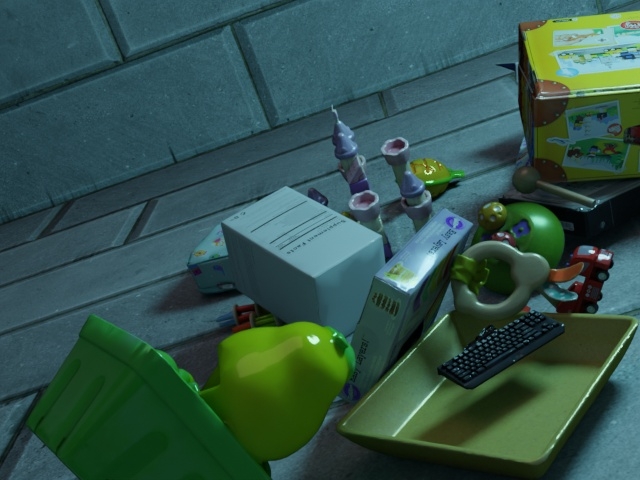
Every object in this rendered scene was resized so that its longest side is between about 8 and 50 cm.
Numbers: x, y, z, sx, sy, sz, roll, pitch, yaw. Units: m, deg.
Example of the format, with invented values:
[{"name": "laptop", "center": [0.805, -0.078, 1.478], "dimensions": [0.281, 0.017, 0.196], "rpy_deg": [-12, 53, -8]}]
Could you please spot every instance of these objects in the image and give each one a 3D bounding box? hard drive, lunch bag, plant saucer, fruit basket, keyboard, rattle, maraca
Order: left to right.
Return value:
[{"name": "fruit basket", "center": [-0.140, 0.231, 1.219], "dimensions": [0.392, 0.392, 0.283], "rpy_deg": [-31, 21, -26]}, {"name": "lunch bag", "center": [-0.178, 0.026, 2.197], "dimensions": [0.224, 0.107, 0.279], "rpy_deg": [-9, 23, 23]}, {"name": "maraca", "center": [0.270, -0.156, 2.245], "dimensions": [0.186, 0.099, 0.127], "rpy_deg": [-15, 22, -34]}, {"name": "plant saucer", "center": [0.245, 0.219, 1.293], "dimensions": [0.333, 0.081, 0.333], "rpy_deg": [-2, 28, 43]}, {"name": "keyboard", "center": [0.252, 0.151, 1.315], "dimensions": [0.180, 0.023, 0.108], "rpy_deg": [-27, 20, -19]}, {"name": "rattle", "center": [0.309, 0.072, 1.433], "dimensions": [0.200, 0.142, 0.130], "rpy_deg": [-9, 59, 11]}, {"name": "hard drive", "center": [0.555, -0.103, 1.798], "dimensions": [0.339, 0.064, 0.237], "rpy_deg": [-21, 19, -26]}]

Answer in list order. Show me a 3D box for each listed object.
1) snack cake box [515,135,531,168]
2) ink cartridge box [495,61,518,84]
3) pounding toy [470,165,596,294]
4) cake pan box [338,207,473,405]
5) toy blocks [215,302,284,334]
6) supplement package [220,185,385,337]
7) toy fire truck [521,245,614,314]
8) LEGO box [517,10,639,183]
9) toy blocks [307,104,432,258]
[{"name": "snack cake box", "center": [0.538, -0.224, 2.071], "dimensions": [0.152, 0.089, 0.264], "rpy_deg": [-38, 8, 27]}, {"name": "ink cartridge box", "center": [0.647, -0.369, 2.217], "dimensions": [0.324, 0.071, 0.330], "rpy_deg": [11, -1, -32]}, {"name": "pounding toy", "center": [0.346, -0.027, 1.632], "dimensions": [0.237, 0.110, 0.183], "rpy_deg": [-55, 44, 0]}, {"name": "cake pan box", "center": [0.131, 0.111, 1.444], "dimensions": [0.070, 0.266, 0.246], "rpy_deg": [30, 38, 18]}, {"name": "toy blocks", "center": [-0.149, 0.164, 1.878], "dimensions": [0.148, 0.054, 0.123], "rpy_deg": [-17, 19, 10]}, {"name": "supplement package", "center": [-0.029, 0.046, 1.777], "dimensions": [0.175, 0.177, 0.293], "rpy_deg": [-31, 40, -28]}, {"name": "toy fire truck", "center": [0.373, 0.083, 1.439], "dimensions": [0.135, 0.192, 0.047], "rpy_deg": [19, 35, 17]}, {"name": "LEGO box", "center": [0.654, -0.298, 1.787], "dimensions": [0.500, 0.193, 0.372], "rpy_deg": [-3, 34, 9]}, {"name": "toy blocks", "center": [0.068, -0.119, 2.008], "dimensions": [0.309, 0.260, 0.288], "rpy_deg": [-20, 38, 4]}]
